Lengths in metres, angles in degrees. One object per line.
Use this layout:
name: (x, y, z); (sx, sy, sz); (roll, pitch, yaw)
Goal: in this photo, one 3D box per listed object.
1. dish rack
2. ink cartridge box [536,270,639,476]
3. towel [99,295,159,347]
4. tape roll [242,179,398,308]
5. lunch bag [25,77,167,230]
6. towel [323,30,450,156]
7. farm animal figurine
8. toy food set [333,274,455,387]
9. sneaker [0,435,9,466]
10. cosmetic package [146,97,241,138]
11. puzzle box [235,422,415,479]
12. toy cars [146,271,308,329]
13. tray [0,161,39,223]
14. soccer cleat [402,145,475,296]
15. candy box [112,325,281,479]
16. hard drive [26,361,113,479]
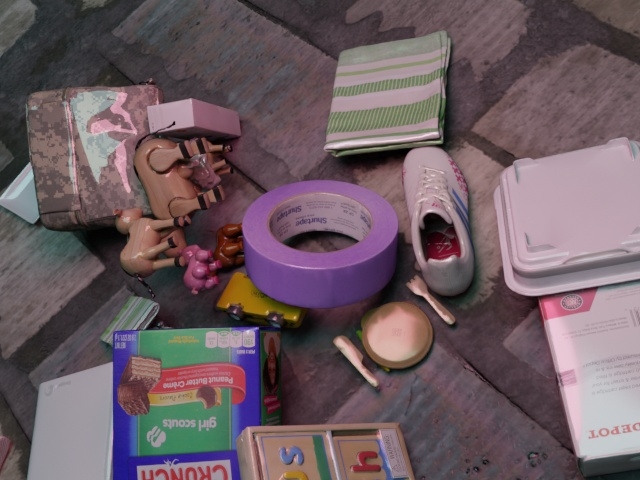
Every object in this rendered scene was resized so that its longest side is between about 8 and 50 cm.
dish rack: (0.430, -0.058, 1.339); (0.286, 0.072, 0.333); (-11, 37, 15)
ink cartridge box: (0.457, 0.193, 1.223); (0.207, 0.117, 0.283); (-13, 57, 13)
towel: (-0.365, 0.160, 1.567); (0.113, 0.023, 0.152); (-54, 24, -16)
tape roll: (0.000, 0.000, 1.452); (0.275, 0.090, 0.275); (-1, 36, 1)
lunch bag: (-0.430, -0.164, 1.669); (0.256, 0.212, 0.305); (-6, 87, 12)
towel: (0.136, -0.299, 1.647); (0.248, 0.038, 0.324); (-6, 48, 18)
farm animal figurine: (-0.278, -0.048, 1.509); (0.172, 0.330, 0.326); (-14, 82, 20)
toy food set: (0.132, 0.163, 1.417); (0.192, 0.038, 0.132); (-37, 62, -9)
sneaker: (-0.646, 0.429, 1.539); (0.070, 0.051, 0.134); (5, 60, 25)
cosmetic package: (-0.254, -0.242, 1.676); (0.099, 0.239, 0.060); (-9, 90, 17)
puzzle box: (0.039, 0.458, 1.161); (0.272, 0.052, 0.409); (4, 52, -27)
toy cars: (-0.178, 0.167, 1.500); (0.394, 0.087, 0.176); (-28, 43, 8)
tray: (-0.613, -0.163, 1.886); (0.145, 0.030, 0.270); (26, 72, 30)
soccer cleat: (0.209, -0.063, 1.450); (0.116, 0.143, 0.331); (-15, 57, 12)
candy box: (-0.202, 0.302, 1.342); (0.268, 0.122, 0.317); (-4, 84, 18)
hard drive: (-0.442, 0.388, 1.473); (0.203, 0.040, 0.307); (-18, 56, 23)
